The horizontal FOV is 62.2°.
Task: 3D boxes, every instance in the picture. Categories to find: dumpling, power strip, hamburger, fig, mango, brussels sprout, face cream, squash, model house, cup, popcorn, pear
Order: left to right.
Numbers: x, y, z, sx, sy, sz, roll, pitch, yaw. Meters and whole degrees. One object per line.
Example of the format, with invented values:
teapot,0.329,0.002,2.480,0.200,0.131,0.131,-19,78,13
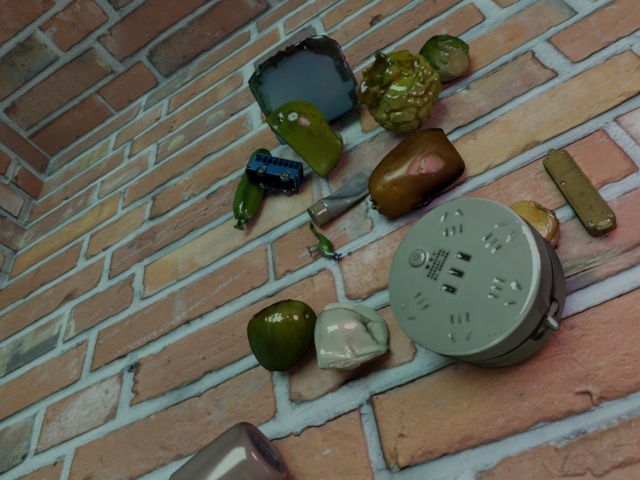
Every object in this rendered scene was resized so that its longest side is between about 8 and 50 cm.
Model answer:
cup,-0.175,0.549,1.159,0.200,0.191,0.253,-40,70,-3
squash,-0.250,-0.190,1.923,0.101,0.101,0.379,-13,49,30
fig,-0.099,0.242,1.364,0.181,0.181,0.191,8,89,42
pear,-0.054,-0.368,1.739,0.159,0.292,0.292,-46,40,6
model house,-0.032,-0.582,2.002,0.360,0.297,0.339,-27,11,17
face cream,0.069,-0.131,1.659,0.224,0.070,0.114,-35,39,-11
dumpling,0.075,0.228,1.296,0.179,0.131,0.252,-11,24,6
popcorn,0.249,-0.468,1.666,0.258,0.224,0.270,43,60,14
mango,0.254,-0.187,1.481,0.287,0.153,0.201,-42,31,-3
brussels sprout,0.403,-0.595,1.739,0.161,0.144,0.181,2,34,-3
power strip,0.326,0.091,1.103,0.357,0.161,0.357,-20,58,36
hamburger,0.471,-0.019,1.213,0.147,0.083,0.138,-45,36,-6
power strip,0.597,-0.112,1.227,0.064,0.044,0.305,-26,41,17

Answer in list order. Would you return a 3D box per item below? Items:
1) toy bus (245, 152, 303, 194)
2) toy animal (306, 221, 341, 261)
toy bus,-0.157,-0.234,1.840,0.184,0.090,0.106,14,59,11
toy animal,-0.014,0.008,1.599,0.075,0.041,0.217,-28,37,-12
